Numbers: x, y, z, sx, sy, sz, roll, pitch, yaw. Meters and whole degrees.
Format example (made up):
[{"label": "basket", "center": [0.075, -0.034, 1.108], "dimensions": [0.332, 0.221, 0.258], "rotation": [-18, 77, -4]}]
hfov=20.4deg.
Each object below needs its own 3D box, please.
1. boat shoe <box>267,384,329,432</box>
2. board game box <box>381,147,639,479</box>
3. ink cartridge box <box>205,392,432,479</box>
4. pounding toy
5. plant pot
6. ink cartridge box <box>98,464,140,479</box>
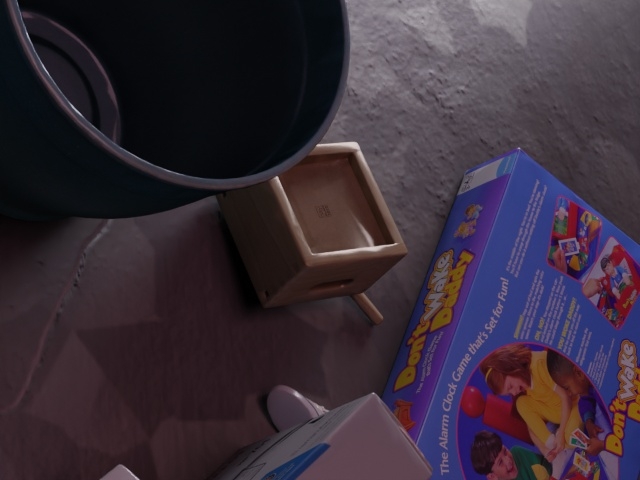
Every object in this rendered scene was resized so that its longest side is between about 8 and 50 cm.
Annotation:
[{"label": "boat shoe", "center": [-0.004, 0.152, 1.452], "dimensions": [0.100, 0.035, 0.035], "rotation": [44, 27, -12]}, {"label": "board game box", "center": [0.185, 0.126, 1.567], "dimensions": [0.233, 0.078, 0.347], "rotation": [36, 57, -22]}, {"label": "ink cartridge box", "center": [-0.030, 0.201, 1.311], "dimensions": [0.139, 0.190, 0.082], "rotation": [-40, 98, -38]}, {"label": "pounding toy", "center": [0.000, 0.000, 1.475], "dimensions": [0.141, 0.100, 0.130], "rotation": [-7, 65, -40]}, {"label": "plant pot", "center": [-0.163, -0.132, 1.285], "dimensions": [0.271, 0.255, 0.272], "rotation": [13, 68, -34]}, {"label": "ink cartridge box", "center": [-0.119, 0.284, 1.225], "dimensions": [0.212, 0.093, 0.154], "rotation": [36, 49, 19]}]
